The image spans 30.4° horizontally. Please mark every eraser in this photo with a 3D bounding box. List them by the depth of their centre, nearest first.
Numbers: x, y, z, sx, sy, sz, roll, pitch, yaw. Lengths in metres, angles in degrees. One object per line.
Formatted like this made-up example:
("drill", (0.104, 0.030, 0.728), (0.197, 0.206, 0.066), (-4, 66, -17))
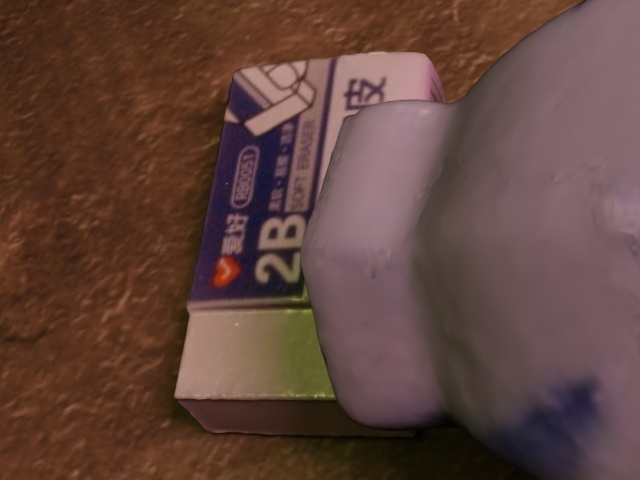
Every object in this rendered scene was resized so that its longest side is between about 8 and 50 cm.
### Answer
("eraser", (0.000, 0.000, 0.652), (0.124, 0.068, 0.210), (-1, 60, 18))

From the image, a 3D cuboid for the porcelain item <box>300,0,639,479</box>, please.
("porcelain item", (0.195, 0.002, 0.379), (0.405, 0.242, 0.178), (-2, 83, 43))
